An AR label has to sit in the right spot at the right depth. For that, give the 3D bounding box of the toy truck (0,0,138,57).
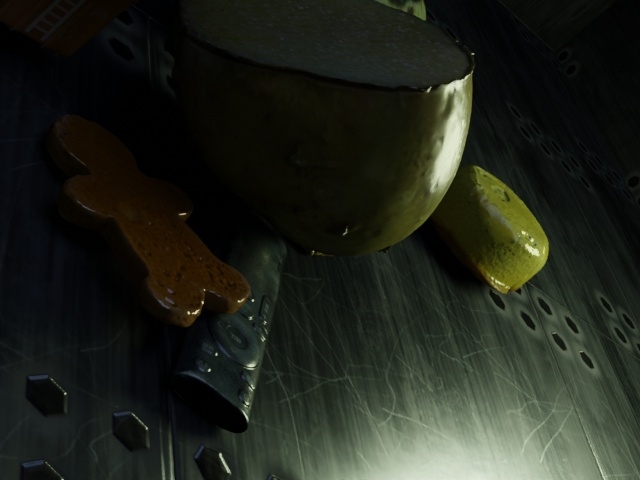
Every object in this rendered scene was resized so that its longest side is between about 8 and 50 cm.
[{"bbox_3d":[-0.380,-0.433,1.389,0.173,0.207,0.387,26,28,-56],"label":"toy truck"}]

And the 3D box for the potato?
[{"bbox_3d":[-0.013,-0.142,1.448,0.385,0.319,0.442,-6,27,-23],"label":"potato"}]

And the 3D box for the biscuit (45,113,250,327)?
[{"bbox_3d":[-0.218,-0.026,1.252,0.324,0.049,0.205,50,25,17],"label":"biscuit"}]

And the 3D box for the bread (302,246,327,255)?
[{"bbox_3d":[0.000,0.000,1.617,0.088,0.033,0.049,9,52,-56],"label":"bread"}]

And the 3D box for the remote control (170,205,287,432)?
[{"bbox_3d":[-0.103,0.082,1.315,0.107,0.044,0.377,37,26,-15],"label":"remote control"}]

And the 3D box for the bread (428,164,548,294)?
[{"bbox_3d":[0.318,-0.021,2.048,0.270,0.148,0.270,40,22,-20],"label":"bread"}]

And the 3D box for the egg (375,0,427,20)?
[{"bbox_3d":[-0.014,-0.391,1.774,0.428,0.345,0.345,18,39,-45],"label":"egg"}]
